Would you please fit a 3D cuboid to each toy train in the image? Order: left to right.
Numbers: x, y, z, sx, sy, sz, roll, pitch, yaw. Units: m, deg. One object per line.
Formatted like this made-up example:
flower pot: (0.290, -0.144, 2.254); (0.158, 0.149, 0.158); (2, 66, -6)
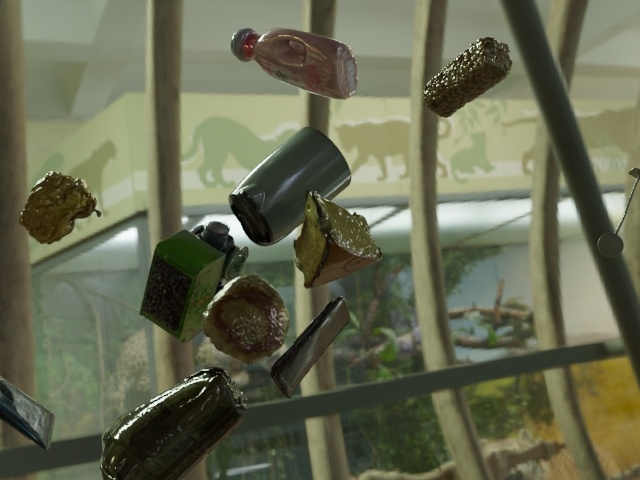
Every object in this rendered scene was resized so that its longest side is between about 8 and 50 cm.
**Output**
toy train: (-0.321, 0.106, 1.992); (0.249, 0.173, 0.307); (-39, -25, -53)

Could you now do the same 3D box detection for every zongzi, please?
zongzi: (-0.288, 0.328, 1.437); (0.286, 0.138, 0.300); (-43, 20, -12)

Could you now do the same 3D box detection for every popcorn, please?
popcorn: (-0.682, -0.094, 2.018); (0.194, 0.163, 0.140); (-34, -11, 5)

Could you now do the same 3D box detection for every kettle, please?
kettle: (-0.071, -0.092, 1.680); (0.236, 0.161, 0.221); (-42, -25, -22)

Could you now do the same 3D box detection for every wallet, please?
wallet: (-0.018, 0.243, 1.853); (0.031, 0.255, 0.137); (28, -23, 31)

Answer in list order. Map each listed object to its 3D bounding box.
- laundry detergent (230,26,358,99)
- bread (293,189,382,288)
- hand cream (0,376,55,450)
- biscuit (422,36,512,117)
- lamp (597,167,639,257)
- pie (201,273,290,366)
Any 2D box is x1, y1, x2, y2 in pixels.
laundry detergent: (-0.069, -0.426, 1.833); (0.335, 0.088, 0.159); (24, -35, 32)
bread: (0.000, 0.000, 1.458); (0.169, 0.140, 0.160); (-27, -31, 14)
hand cream: (-0.721, 0.379, 1.831); (0.061, 0.120, 0.270); (-36, -58, 12)
biscuit: (0.253, -0.277, 1.353); (0.082, 0.071, 0.168); (16, -34, -33)
lamp: (0.620, -0.055, 1.611); (0.050, 0.198, 0.056); (24, -5, 13)
pie: (-0.155, 0.172, 1.717); (0.084, 0.179, 0.205); (-41, 6, 44)
